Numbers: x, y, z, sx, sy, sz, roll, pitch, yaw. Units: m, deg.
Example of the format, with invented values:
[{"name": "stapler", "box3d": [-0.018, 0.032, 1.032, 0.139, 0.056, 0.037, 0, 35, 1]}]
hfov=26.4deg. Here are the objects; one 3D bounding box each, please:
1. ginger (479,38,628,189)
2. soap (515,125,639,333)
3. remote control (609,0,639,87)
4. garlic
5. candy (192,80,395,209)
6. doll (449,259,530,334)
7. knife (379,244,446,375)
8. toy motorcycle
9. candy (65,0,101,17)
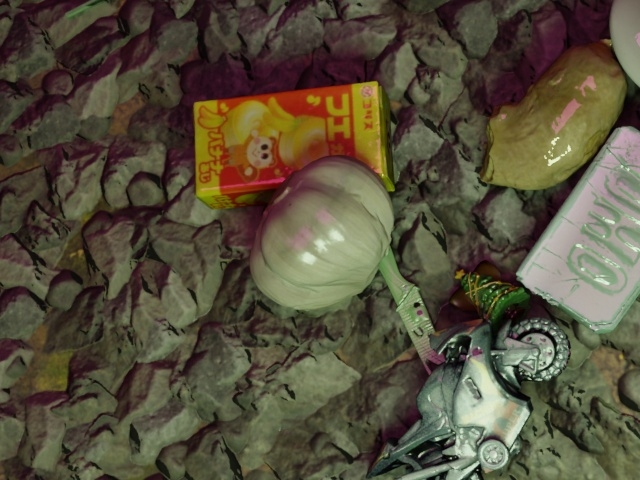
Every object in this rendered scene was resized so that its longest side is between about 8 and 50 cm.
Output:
[{"name": "ginger", "box3d": [0.320, -0.165, 1.825, 0.267, 0.138, 0.152, -35, 67, 7]}, {"name": "soap", "box3d": [0.384, -0.010, 1.793, 0.150, 0.094, 0.261, 34, 85, 17]}, {"name": "remote control", "box3d": [0.523, -0.311, 1.801, 0.221, 0.103, 0.332, 45, 70, 3]}, {"name": "garlic", "box3d": [0.000, 0.000, 1.817, 0.178, 0.143, 0.229, 33, 105, 1]}, {"name": "candy", "box3d": [-0.038, -0.131, 1.919, 0.276, 0.088, 0.146, -7, 75, 11]}, {"name": "doll", "box3d": [0.221, 0.070, 1.818, 0.113, 0.076, 0.078, 40, 87, 18]}, {"name": "knife", "box3d": [0.114, 0.068, 1.873, 0.043, 0.020, 0.293, -26, 73, 9]}, {"name": "toy motorcycle", "box3d": [0.188, 0.215, 1.760, 0.173, 0.108, 0.307, 32, 99, 12]}, {"name": "candy", "box3d": [-0.260, -0.398, 2.051, 0.288, 0.078, 0.084, -26, 85, 13]}]
